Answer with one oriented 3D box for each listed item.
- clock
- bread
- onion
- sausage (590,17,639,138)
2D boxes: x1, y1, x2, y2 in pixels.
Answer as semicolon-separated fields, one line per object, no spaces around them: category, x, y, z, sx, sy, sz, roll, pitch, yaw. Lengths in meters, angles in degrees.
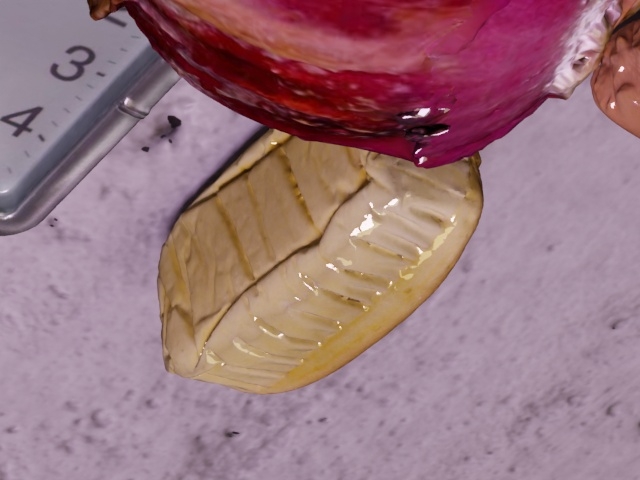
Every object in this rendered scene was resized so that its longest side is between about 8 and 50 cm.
clock;-0.207;-0.128;1.048;0.273;0.049;0.279;23;128;-37
bread;0.000;0.000;1.186;0.106;0.140;0.236;20;132;-38
onion;-0.006;-0.230;0.831;0.385;0.348;0.348;32;133;7
sausage;0.288;-0.068;1.230;0.289;0.086;0.086;21;129;-36
